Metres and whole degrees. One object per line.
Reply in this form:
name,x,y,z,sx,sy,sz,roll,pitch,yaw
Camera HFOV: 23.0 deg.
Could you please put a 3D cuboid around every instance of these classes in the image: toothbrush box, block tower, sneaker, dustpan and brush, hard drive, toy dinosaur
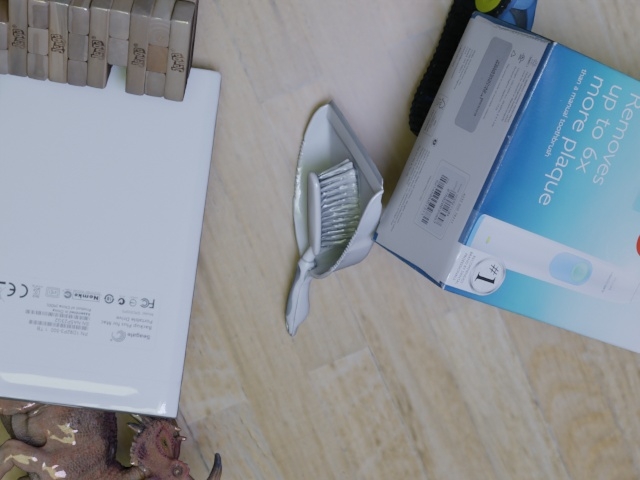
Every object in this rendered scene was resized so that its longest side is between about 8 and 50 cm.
toothbrush box,0.226,-0.037,1.341,0.295,0.126,0.216,19,100,-33
block tower,-0.273,-0.202,1.346,0.335,0.091,0.097,10,134,-2
sneaker,0.154,-0.169,1.409,0.082,0.069,0.209,24,90,-39
dustpan and brush,0.000,0.000,1.414,0.060,0.147,0.211,-10,129,-16
hard drive,-0.206,-0.009,1.377,0.203,0.040,0.308,7,79,-3
toy dinosaur,-0.227,0.155,1.426,0.200,0.127,0.296,-29,88,-4
